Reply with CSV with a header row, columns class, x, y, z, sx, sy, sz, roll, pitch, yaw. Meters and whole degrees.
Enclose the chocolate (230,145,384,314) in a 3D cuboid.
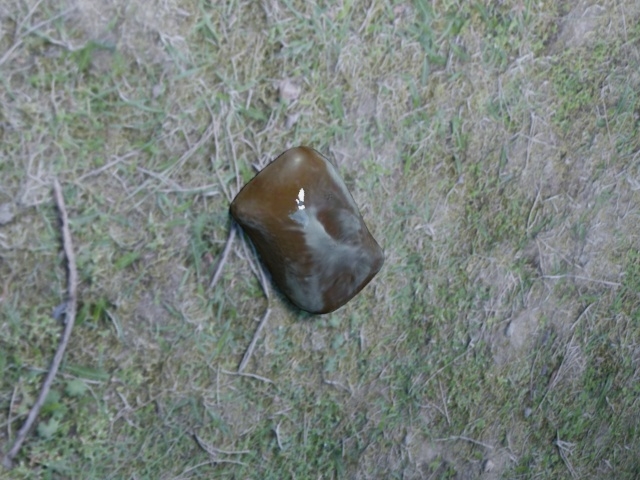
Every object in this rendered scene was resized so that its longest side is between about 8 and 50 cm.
class,x,y,z,sx,sy,sz,roll,pitch,yaw
chocolate,0.002,-0.001,1.423,0.157,0.080,0.254,-43,130,-14
